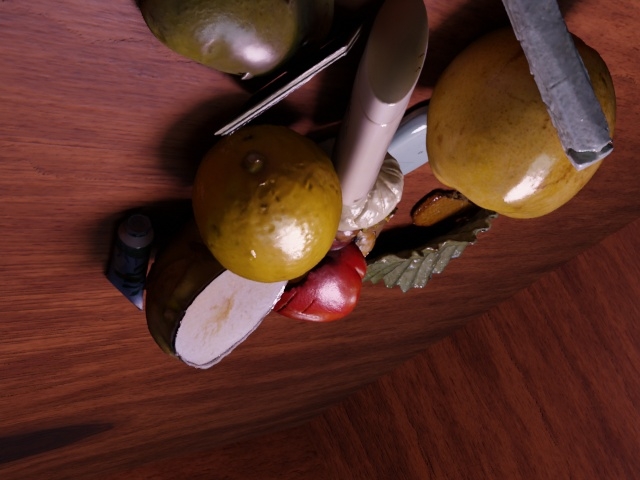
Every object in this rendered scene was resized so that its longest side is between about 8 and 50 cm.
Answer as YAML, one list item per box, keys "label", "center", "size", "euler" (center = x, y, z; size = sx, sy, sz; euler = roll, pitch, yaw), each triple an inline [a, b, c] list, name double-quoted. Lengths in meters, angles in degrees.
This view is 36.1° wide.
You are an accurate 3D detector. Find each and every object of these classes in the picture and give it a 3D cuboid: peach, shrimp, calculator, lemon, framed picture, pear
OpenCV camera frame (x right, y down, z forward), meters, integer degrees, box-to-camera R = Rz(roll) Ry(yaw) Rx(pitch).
- label: "peach"
  center: [-0.031, 0.058, 1.865]
  size: [0.226, 0.189, 0.196]
  euler: [16, -178, -9]
- label: "shrimp"
  center: [-0.008, 0.022, 1.996]
  size: [0.262, 0.051, 0.198]
  euler: [-20, 151, -8]
- label: "calculator"
  center: [0.175, -0.180, 1.789]
  size: [0.295, 0.042, 0.184]
  euler: [-37, 159, 35]
- label: "lemon"
  center: [-0.080, -0.056, 1.490]
  size: [0.236, 0.235, 0.263]
  euler: [-17, 164, -26]
- label: "framed picture"
  center: [-0.031, -0.211, 1.264]
  size: [0.197, 0.014, 0.252]
  euler: [-32, -168, 17]
- label: "pear"
  center: [0.315, -0.189, 1.547]
  size: [0.314, 0.314, 0.314]
  euler: [-23, 162, -8]

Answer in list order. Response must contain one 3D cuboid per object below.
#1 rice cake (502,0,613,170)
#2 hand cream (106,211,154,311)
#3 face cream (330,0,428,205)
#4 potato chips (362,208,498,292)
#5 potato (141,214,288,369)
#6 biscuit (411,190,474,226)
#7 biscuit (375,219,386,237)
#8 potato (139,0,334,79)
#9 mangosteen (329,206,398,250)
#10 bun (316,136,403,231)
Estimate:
- label: "rice cake"
  center: [0.318, -0.253, 1.349]
  size: [0.066, 0.336, 0.063]
  euler: [-26, -165, -2]
- label: "hand cream"
  center: [-0.323, 0.039, 1.678]
  size: [0.058, 0.091, 0.271]
  euler: [-46, 172, -32]
- label: "face cream"
  center: [0.080, -0.197, 1.436]
  size: [0.081, 0.173, 0.348]
  euler: [12, 155, -3]
- label: "potato chips"
  center: [0.267, 0.032, 2.400]
  size: [0.373, 0.097, 0.389]
  euler: [-24, 169, -7]
- label: "potato"
  center: [-0.211, 0.070, 1.685]
  size: [0.300, 0.196, 0.246]
  euler: [-27, 142, -52]
- label: "biscuit"
  center: [0.270, -0.072, 2.254]
  size: [0.126, 0.025, 0.206]
  euler: [-34, 160, 24]
- label: "biscuit"
  center: [0.000, 0.000, 2.066]
  size: [0.325, 0.044, 0.217]
  euler: [-20, 160, -17]
- label: "potato"
  center: [-0.077, -0.250, 1.146]
  size: [0.160, 0.111, 0.272]
  euler: [-36, 159, 34]
- label: "mangosteen"
  center: [0.033, -0.062, 1.742]
  size: [0.181, 0.155, 0.146]
  euler: [-14, 143, 37]
- label: "bun"
  center: [0.043, -0.100, 1.635]
  size: [0.164, 0.188, 0.111]
  euler: [-57, 164, -17]
